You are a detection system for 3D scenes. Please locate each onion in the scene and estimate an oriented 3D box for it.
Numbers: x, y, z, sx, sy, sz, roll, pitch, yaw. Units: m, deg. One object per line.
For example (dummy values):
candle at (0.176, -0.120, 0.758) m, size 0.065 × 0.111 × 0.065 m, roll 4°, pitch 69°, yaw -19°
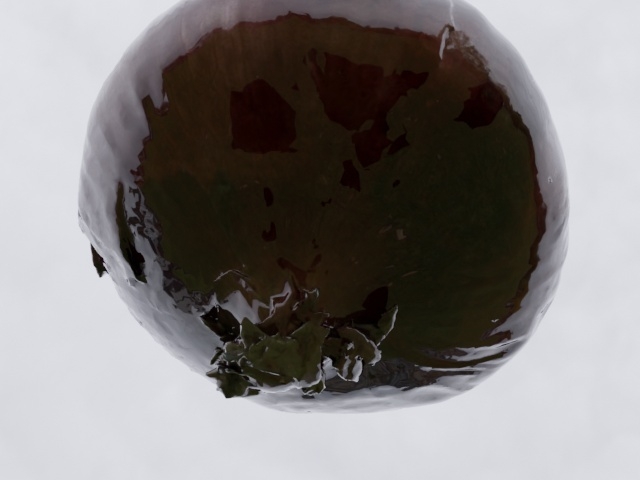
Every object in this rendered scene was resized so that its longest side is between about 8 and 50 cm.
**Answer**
onion at (0.000, 0.000, 0.753) m, size 0.347 × 0.285 × 0.348 m, roll 6°, pitch -51°, yaw 7°
